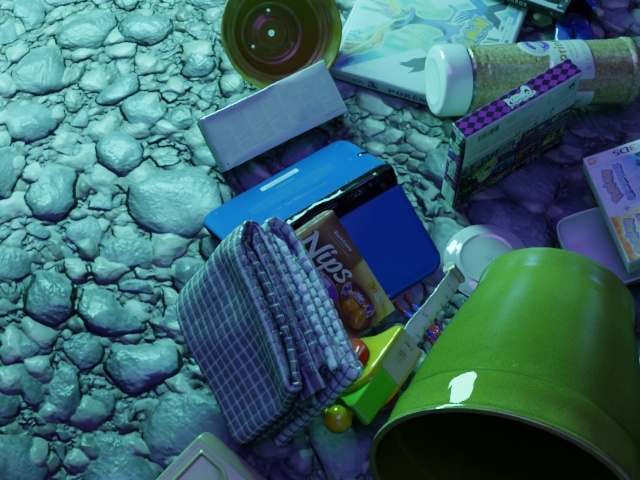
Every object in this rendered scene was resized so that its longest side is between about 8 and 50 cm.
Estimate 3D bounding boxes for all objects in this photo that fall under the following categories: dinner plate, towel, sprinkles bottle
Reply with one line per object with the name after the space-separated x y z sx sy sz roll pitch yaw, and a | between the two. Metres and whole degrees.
0.269 0.032 1.910 0.141 0.017 0.141 0 61 0 | dinner plate
-0.090 0.140 1.717 0.121 0.235 0.284 -7 63 -39 | towel
0.359 -0.278 1.997 0.355 0.121 0.121 -4 60 -12 | sprinkles bottle

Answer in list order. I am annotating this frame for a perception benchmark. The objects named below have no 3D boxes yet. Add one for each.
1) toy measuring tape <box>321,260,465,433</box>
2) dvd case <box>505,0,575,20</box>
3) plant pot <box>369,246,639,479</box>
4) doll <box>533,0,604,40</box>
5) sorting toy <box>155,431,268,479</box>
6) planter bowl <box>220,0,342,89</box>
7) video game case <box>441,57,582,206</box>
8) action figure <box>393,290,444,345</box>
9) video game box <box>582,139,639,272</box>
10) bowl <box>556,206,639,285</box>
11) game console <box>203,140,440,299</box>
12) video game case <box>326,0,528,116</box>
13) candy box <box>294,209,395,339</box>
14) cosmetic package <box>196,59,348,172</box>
0.095 0.158 1.787 0.121 0.121 0.330 29 62 16 | toy measuring tape
0.368 -0.504 2.165 0.238 0.029 0.179 23 59 17 | dvd case
0.295 0.208 1.643 0.366 0.366 0.353 17 51 10 | plant pot
0.449 -0.400 2.136 0.129 0.046 0.189 2 61 1 | doll
-0.127 0.442 1.673 0.307 0.041 0.229 37 63 20 | sorting toy
-0.078 -0.368 2.080 0.217 0.090 0.217 -2 97 -16 | planter bowl
0.306 -0.171 1.914 0.232 0.210 0.042 -30 65 -15 | video game case
0.164 0.128 1.851 0.038 0.030 0.115 -36 68 -23 | action figure
0.538 -0.070 1.868 0.187 0.048 0.205 -20 60 5 | video game box
0.457 0.019 1.893 0.142 0.053 0.142 -15 61 -6 | bowl
0.000 0.000 1.927 0.293 0.173 0.250 -30 33 -16 | game console
0.205 -0.388 2.140 0.300 0.036 0.329 18 62 11 | video game case
0.019 0.059 1.821 0.109 0.053 0.187 -34 99 -15 | candy box
-0.082 -0.210 2.009 0.239 0.060 0.099 -27 94 -14 | cosmetic package
